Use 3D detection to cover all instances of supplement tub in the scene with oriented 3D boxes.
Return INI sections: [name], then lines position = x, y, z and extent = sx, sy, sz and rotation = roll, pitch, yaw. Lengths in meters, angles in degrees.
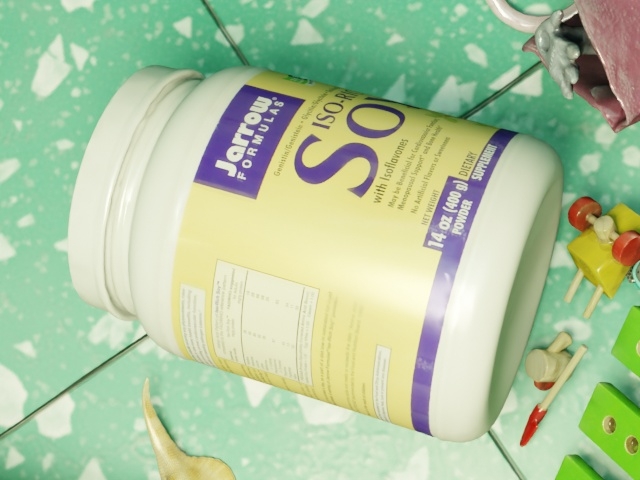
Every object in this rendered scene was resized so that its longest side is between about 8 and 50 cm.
[supplement tub]
position = 0.000, 0.000, 1.103
extent = 0.331, 0.241, 0.241
rotation = 16, 86, 15

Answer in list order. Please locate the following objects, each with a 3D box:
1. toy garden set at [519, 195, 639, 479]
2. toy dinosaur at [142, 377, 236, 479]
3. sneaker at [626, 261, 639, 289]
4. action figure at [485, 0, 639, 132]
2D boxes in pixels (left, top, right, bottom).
[toy garden set]
position = 0.238, 0.101, 1.096
extent = 0.204, 0.049, 0.244
rotation = 45, 123, 48
[toy dinosaur]
position = -0.120, 0.213, 1.209
extent = 0.093, 0.053, 0.183
rotation = -37, 84, -11
[sneaker]
position = 0.281, 0.018, 1.138
extent = 0.076, 0.065, 0.166
rotation = 7, 82, 17
[action figure]
position = 0.335, -0.205, 1.122
extent = 0.370, 0.276, 0.248
rotation = -14, 101, -9
